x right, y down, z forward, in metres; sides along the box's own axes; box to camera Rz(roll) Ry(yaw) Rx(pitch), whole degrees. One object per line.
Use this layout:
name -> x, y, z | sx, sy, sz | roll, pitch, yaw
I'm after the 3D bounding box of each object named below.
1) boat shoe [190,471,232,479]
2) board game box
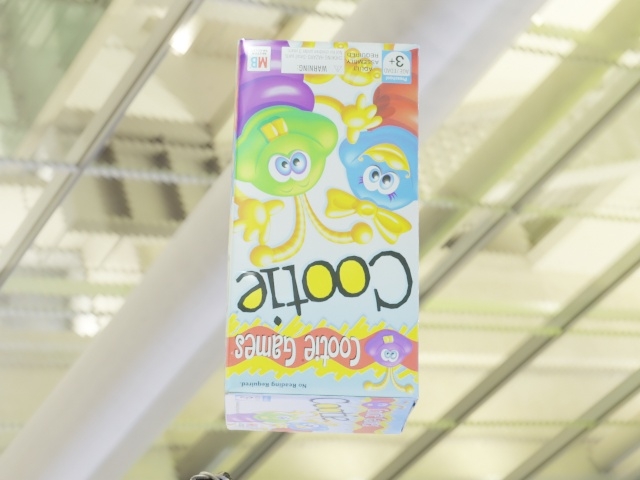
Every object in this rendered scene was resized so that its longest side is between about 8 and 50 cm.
boat shoe -> -0.063, 0.158, 1.016 | 0.125, 0.046, 0.038 | 33, -103, -53
board game box -> 0.000, 0.000, 1.301 | 0.142, 0.144, 0.275 | 1, -107, -2
